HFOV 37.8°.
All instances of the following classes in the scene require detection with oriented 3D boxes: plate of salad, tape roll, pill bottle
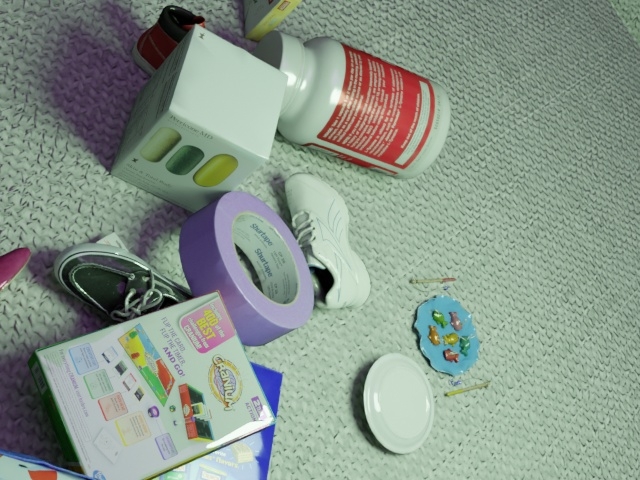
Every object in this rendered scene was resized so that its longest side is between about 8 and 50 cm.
[{"bbox_3d":[0.152,0.324,1.864,0.200,0.048,0.199,14,69,-39],"label":"plate of salad"},{"bbox_3d":[-0.130,0.050,1.694,0.275,0.090,0.274,43,30,-33],"label":"tape roll"},{"bbox_3d":[0.052,-0.287,1.955,0.408,0.229,0.229,16,60,-29],"label":"pill bottle"}]

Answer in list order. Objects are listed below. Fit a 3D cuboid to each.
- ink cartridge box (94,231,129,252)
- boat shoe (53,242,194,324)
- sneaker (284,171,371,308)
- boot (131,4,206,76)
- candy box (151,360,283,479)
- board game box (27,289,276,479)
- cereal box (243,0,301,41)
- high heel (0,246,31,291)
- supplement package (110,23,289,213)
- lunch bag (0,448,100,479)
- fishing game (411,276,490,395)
[{"bbox_3d":[-0.382,0.027,1.629,0.083,0.028,0.048,-37,93,-40],"label":"ink cartridge box"},{"bbox_3d":[-0.305,0.107,1.580,0.306,0.113,0.105,34,8,-27],"label":"boat shoe"},{"bbox_3d":[0.000,0.000,1.848,0.129,0.111,0.297,-12,74,-54],"label":"sneaker"},{"bbox_3d":[-0.231,-0.341,1.813,0.244,0.176,0.088,38,50,-17],"label":"boot"},{"bbox_3d":[-0.219,0.338,1.540,0.268,0.122,0.317,23,58,-22],"label":"candy box"},{"bbox_3d":[-0.255,0.237,1.448,0.317,0.064,0.242,-17,76,-33],"label":"board game box"},{"bbox_3d":[-0.111,-0.573,2.009,0.047,0.173,0.240,10,63,-32],"label":"cereal box"},{"bbox_3d":[-0.569,0.060,1.447,0.244,0.082,0.117,-43,107,-27],"label":"high heel"},{"bbox_3d":[-0.222,-0.210,1.700,0.199,0.263,0.198,26,56,-23],"label":"supplement package"},{"bbox_3d":[-0.382,0.488,1.206,0.328,0.239,0.385,26,68,-21],"label":"lunch bag"},{"bbox_3d":[0.281,0.200,2.019,0.189,0.041,0.264,0,69,-38],"label":"fishing game"}]
